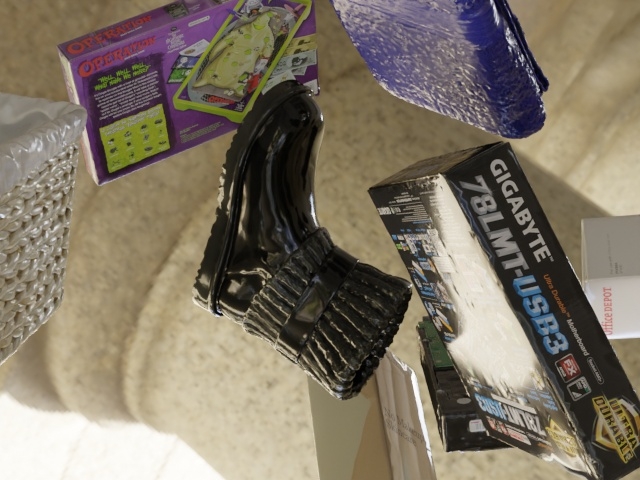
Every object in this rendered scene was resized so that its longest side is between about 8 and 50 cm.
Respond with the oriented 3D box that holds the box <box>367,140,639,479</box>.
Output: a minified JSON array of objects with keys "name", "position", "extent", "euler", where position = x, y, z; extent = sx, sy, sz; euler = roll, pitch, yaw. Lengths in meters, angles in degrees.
[{"name":"box","position":[0.163,0.061,1.091],"extent":[0.073,0.293,0.295],"euler":[-29,-176,-9]}]

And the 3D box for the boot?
[{"name":"boot","position":[0.002,0.000,1.475],"extent":[0.131,0.260,0.347],"euler":[-22,134,-55]}]

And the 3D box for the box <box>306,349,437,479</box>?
[{"name":"box","position":[0.078,0.310,1.721],"extent":[0.121,0.311,0.148],"euler":[-30,136,23]}]

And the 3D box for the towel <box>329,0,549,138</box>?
[{"name":"towel","position":[0.094,-0.235,1.132],"extent":[0.076,0.228,0.308],"euler":[-51,141,-13]}]

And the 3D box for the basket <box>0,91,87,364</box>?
[{"name":"basket","position":[-0.461,-0.018,1.287],"extent":[0.331,0.328,0.266],"euler":[-66,164,-72]}]

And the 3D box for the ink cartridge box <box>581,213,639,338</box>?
[{"name":"ink cartridge box","position":[0.539,0.052,1.784],"extent":[0.207,0.283,0.117],"euler":[67,23,-57]}]

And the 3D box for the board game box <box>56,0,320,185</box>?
[{"name":"board game box","position":[-0.161,-0.223,1.561],"extent":[0.347,0.056,0.208],"euler":[-24,142,-21]}]

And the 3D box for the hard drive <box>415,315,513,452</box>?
[{"name":"hard drive","position":[0.259,0.177,1.588],"extent":[0.339,0.237,0.064],"euler":[-97,-179,-72]}]
